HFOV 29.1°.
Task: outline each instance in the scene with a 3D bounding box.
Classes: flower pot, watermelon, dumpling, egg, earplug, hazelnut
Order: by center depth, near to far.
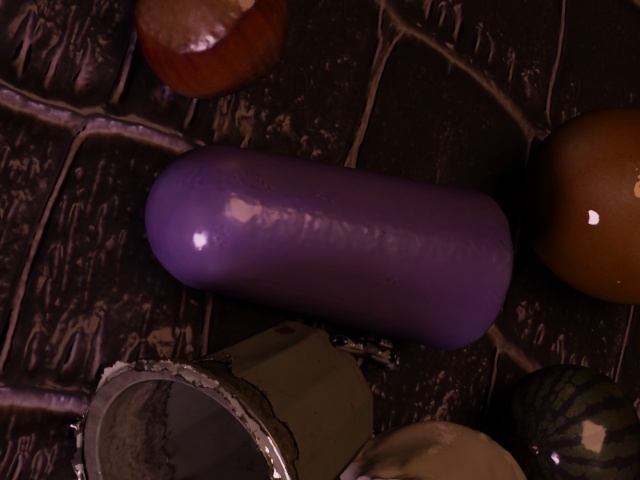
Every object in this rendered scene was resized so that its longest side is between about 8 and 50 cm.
[{"bbox_3d":[-0.085,0.213,1.342,0.259,0.290,0.290,-32,98,-52],"label":"flower pot"},{"bbox_3d":[-0.117,-0.273,1.485,0.210,0.186,0.210,3,82,-20],"label":"hazelnut"},{"bbox_3d":[0.000,0.000,1.503,0.455,0.215,0.215,12,69,-31],"label":"earplug"},{"bbox_3d":[0.182,0.337,1.518,0.318,0.243,0.187,35,87,-12],"label":"dumpling"},{"bbox_3d":[0.331,0.271,1.670,0.212,0.212,0.212,12,69,-35],"label":"watermelon"},{"bbox_3d":[0.453,-0.047,1.814,0.351,0.282,0.283,17,66,-33],"label":"egg"}]

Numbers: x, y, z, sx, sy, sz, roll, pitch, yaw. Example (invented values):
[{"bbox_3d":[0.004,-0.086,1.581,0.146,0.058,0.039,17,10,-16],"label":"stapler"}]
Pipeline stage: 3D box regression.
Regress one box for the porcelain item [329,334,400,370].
[{"bbox_3d":[0.064,0.138,1.583,0.136,0.075,0.021,20,66,-33],"label":"porcelain item"}]
